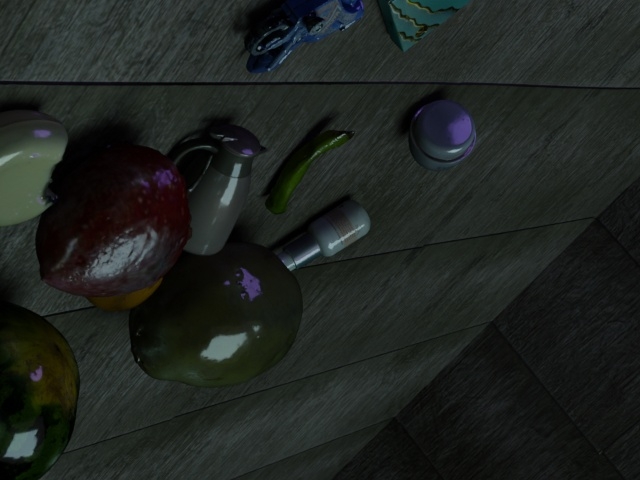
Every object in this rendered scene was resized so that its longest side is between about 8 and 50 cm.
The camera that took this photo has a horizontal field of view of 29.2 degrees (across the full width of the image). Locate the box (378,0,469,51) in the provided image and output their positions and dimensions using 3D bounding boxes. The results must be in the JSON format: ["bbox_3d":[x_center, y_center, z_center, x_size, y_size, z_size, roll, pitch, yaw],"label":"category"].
[{"bbox_3d":[0.187,-0.383,1.762,0.229,0.041,0.162,-38,160,0],"label":"box"}]

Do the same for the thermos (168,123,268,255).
[{"bbox_3d":[-0.165,-0.083,1.760,0.137,0.105,0.193,12,131,-25],"label":"thermos"}]

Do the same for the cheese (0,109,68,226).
[{"bbox_3d":[-0.394,-0.078,1.394,0.249,0.071,0.163,-10,146,-53],"label":"cheese"}]

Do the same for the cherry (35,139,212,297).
[{"bbox_3d":[-0.266,-0.018,1.564,0.249,0.175,0.192,-44,174,-38],"label":"cherry"}]

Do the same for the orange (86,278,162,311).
[{"bbox_3d":[-0.283,0.024,1.742,0.156,0.134,0.156,-51,-178,2],"label":"orange"}]

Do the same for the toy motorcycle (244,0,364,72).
[{"bbox_3d":[-0.012,-0.291,1.591,0.205,0.076,0.114,-34,167,-9],"label":"toy motorcycle"}]

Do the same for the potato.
[{"bbox_3d":[-0.160,0.122,2.023,0.243,0.221,0.326,-44,155,24],"label":"potato"}]

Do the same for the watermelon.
[{"bbox_3d":[-0.449,0.211,1.662,0.269,0.269,0.269,-33,160,-14],"label":"watermelon"}]

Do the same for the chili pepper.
[{"bbox_3d":[-0.026,-0.119,1.975,0.202,0.050,0.052,-47,175,31],"label":"chili pepper"}]

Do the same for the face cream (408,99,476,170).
[{"bbox_3d":[0.210,-0.182,2.144,0.117,0.117,0.104,-31,169,-18],"label":"face cream"}]

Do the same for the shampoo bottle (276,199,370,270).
[{"bbox_3d":[0.000,0.000,2.245,0.192,0.074,0.074,-34,160,-14],"label":"shampoo bottle"}]
